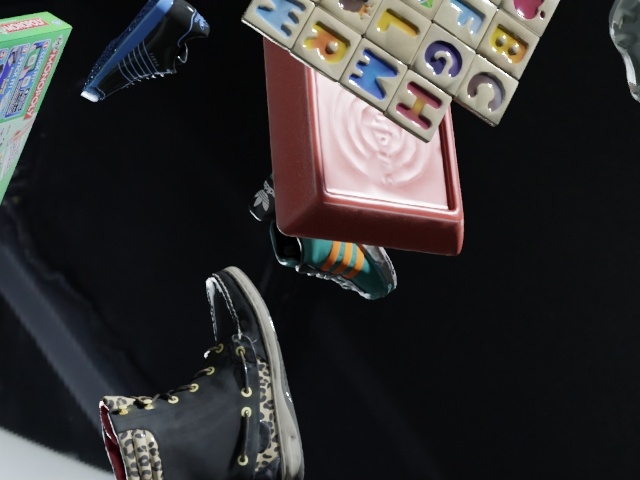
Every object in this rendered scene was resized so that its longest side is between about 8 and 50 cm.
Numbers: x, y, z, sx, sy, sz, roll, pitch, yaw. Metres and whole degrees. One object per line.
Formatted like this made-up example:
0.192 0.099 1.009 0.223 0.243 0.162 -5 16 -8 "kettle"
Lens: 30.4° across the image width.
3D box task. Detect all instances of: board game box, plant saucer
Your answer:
-0.440 -0.131 1.492 0.046 0.213 0.317 31 -67 7 "board game box"
0.062 -0.122 1.354 0.047 0.259 0.258 -27 -118 51 "plant saucer"

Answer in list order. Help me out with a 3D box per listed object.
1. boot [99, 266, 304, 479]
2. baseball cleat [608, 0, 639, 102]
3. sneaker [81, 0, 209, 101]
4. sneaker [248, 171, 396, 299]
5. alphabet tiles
-0.202 0.236 1.848 0.138 0.284 0.377 130 -53 -65 "boot"
0.330 -0.221 1.190 0.072 0.206 0.109 1 -117 16 "baseball cleat"
-0.253 -0.259 1.683 0.232 0.090 0.081 -37 -151 38 "sneaker"
0.000 0.000 1.541 0.108 0.121 0.302 49 -4 42 "sneaker"
0.080 -0.278 1.210 0.285 0.342 0.011 -62 -166 -15 "alphabet tiles"
